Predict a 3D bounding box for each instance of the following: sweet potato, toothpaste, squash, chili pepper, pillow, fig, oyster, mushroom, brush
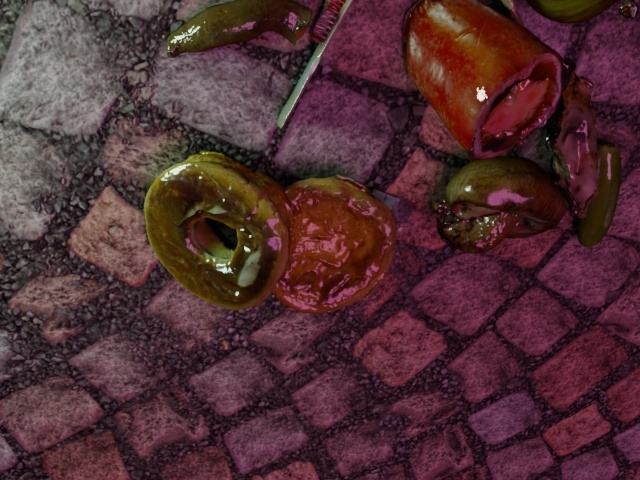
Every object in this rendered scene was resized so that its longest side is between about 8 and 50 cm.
[{"bbox_3d":[-0.152,-0.395,1.560,0.285,0.085,0.112,-17,131,-5],"label":"sweet potato"},{"bbox_3d":[0.087,0.017,1.946,0.074,0.048,0.297,17,114,-26],"label":"toothpaste"},{"bbox_3d":[0.678,-0.109,2.018,0.082,0.082,0.293,-8,125,-12],"label":"squash"},{"bbox_3d":[0.313,-0.331,1.647,0.229,0.305,0.251,-23,140,-11],"label":"chili pepper"},{"bbox_3d":[0.346,-0.500,1.614,0.034,0.135,0.211,-27,129,2],"label":"pillow"},{"bbox_3d":[0.511,-0.481,1.561,0.217,0.321,0.217,-10,131,-12],"label":"fig"},{"bbox_3d":[0.565,-0.213,1.882,0.221,0.096,0.361,-55,137,-24],"label":"oyster"},{"bbox_3d":[0.388,-0.085,1.871,0.283,0.195,0.263,-21,162,3],"label":"mushroom"},{"bbox_3d":[-0.017,-0.368,1.640,0.050,0.060,0.321,24,114,-16],"label":"brush"}]

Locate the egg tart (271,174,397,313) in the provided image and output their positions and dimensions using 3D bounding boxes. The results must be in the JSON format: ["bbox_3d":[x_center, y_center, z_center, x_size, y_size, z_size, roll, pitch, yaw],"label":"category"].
[{"bbox_3d":[0.003,-0.003,1.840,0.341,0.129,0.341,-3,120,-5],"label":"egg tart"}]

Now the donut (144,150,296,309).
[{"bbox_3d":[-0.192,-0.029,1.707,0.330,0.160,0.330,13,125,20],"label":"donut"}]
